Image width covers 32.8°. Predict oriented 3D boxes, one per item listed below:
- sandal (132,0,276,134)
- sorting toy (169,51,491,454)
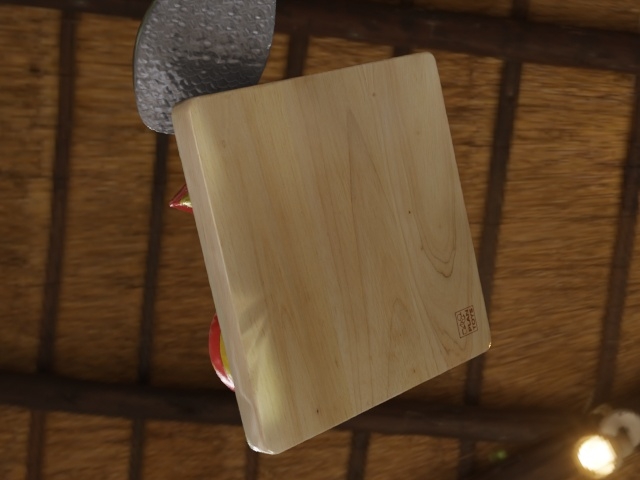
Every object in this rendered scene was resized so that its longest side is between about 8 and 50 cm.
[{"bbox_3d":[-0.074,-0.200,0.806,0.054,0.097,0.255,-121,-133,-67],"label":"sandal"},{"bbox_3d":[0.000,0.000,0.862,0.089,0.255,0.257,-4,-79,49],"label":"sorting toy"}]
